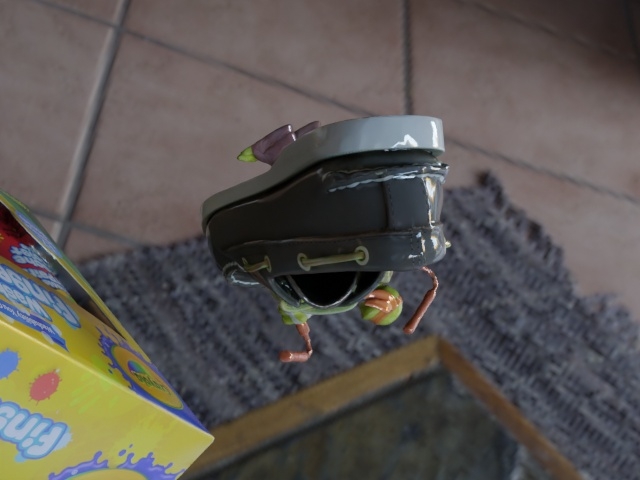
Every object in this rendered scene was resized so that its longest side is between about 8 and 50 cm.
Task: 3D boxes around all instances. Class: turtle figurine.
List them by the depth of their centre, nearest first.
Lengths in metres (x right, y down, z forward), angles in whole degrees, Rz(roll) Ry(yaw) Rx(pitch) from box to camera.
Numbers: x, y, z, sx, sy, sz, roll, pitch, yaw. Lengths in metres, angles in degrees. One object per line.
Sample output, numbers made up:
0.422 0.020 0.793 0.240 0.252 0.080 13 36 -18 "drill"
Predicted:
0.013 -0.002 1.366 0.269 0.087 0.217 -23 80 -52 "turtle figurine"

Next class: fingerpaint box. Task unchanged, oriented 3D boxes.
-0.340 0.041 1.264 0.371 0.163 0.445 46 3 35 "fingerpaint box"

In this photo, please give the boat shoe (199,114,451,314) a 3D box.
-0.004 0.000 0.968 0.109 0.305 0.091 -4 80 -21 "boat shoe"
